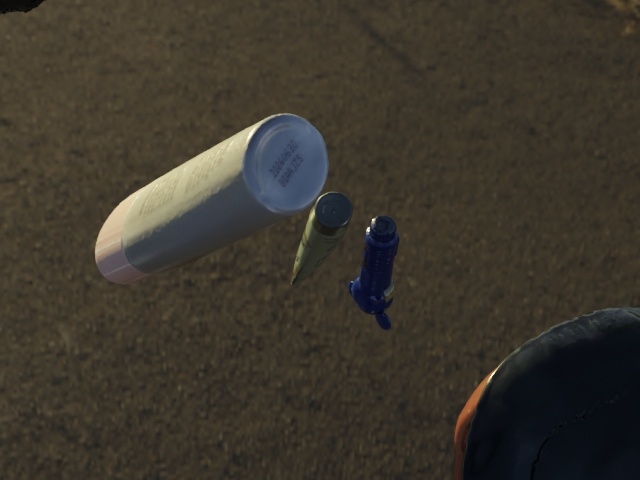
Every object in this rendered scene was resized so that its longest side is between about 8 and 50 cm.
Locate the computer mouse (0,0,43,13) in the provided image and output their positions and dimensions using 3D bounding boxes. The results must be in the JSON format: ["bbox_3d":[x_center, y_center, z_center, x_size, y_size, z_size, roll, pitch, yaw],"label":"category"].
[{"bbox_3d":[-0.217,-0.223,0.796,0.146,0.241,0.078,17,62,-34],"label":"computer mouse"}]

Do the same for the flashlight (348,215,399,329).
[{"bbox_3d":[0.050,0.023,1.072,0.035,0.121,0.057,-28,57,-26],"label":"flashlight"}]

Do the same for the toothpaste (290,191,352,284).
[{"bbox_3d":[0.000,0.000,1.284,0.039,0.239,0.062,39,75,4],"label":"toothpaste"}]

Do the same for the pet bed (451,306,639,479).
[{"bbox_3d":[0.154,0.124,0.594,0.201,0.053,0.201,3,68,-7],"label":"pet bed"}]

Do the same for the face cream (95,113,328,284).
[{"bbox_3d":[-0.074,-0.022,0.810,0.057,0.198,0.084,46,57,-16],"label":"face cream"}]
